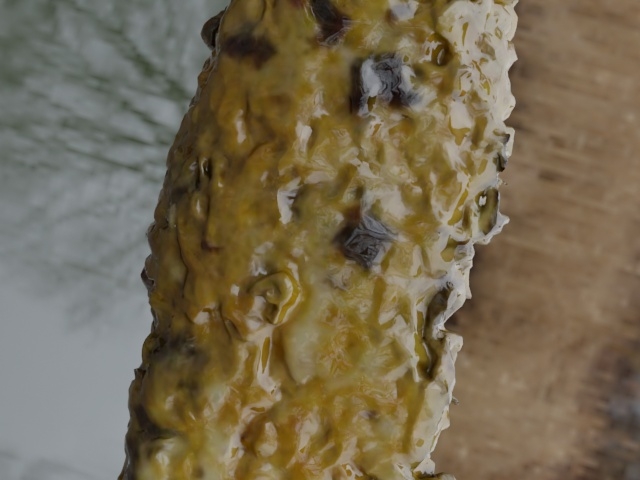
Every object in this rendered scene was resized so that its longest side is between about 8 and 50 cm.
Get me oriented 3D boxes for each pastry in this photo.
[{"bbox_3d":[0.000,0.000,0.409,0.056,0.080,0.140,25,70,-88],"label":"pastry"}]
